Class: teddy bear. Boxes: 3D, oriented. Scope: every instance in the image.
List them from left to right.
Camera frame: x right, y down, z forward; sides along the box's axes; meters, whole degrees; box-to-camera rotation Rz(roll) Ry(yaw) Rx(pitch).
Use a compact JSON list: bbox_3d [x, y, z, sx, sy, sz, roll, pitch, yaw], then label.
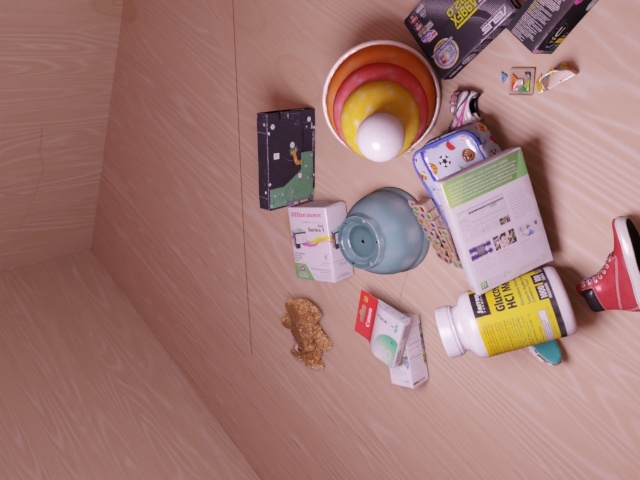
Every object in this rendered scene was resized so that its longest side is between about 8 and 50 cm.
[{"bbox_3d":[-0.054,0.374,2.286,0.245,0.113,0.338,4,114,51],"label":"teddy bear"}]

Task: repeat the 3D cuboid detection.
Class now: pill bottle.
[{"bbox_3d":[0.489,0.204,1.517,0.333,0.188,0.188,-20,89,15],"label":"pill bottle"}]

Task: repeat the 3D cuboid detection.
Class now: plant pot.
[{"bbox_3d":[0.181,-0.015,1.838,0.292,0.196,0.293,16,114,40],"label":"plant pot"}]

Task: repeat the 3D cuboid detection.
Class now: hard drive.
[{"bbox_3d":[-0.120,-0.292,2.015,0.064,0.236,0.339,17,116,41],"label":"hard drive"}]

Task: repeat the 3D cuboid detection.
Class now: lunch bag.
[{"bbox_3d":[0.407,-0.161,1.582,0.243,0.115,0.304,-19,106,44],"label":"lunch bag"}]

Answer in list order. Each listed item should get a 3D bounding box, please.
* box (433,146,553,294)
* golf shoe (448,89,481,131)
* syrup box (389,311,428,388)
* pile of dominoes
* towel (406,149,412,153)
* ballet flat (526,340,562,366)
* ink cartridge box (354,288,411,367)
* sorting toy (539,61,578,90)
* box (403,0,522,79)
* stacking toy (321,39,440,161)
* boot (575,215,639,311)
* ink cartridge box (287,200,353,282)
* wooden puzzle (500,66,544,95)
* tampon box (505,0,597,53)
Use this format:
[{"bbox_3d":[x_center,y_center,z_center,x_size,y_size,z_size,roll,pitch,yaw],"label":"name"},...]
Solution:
[{"bbox_3d":[0.450,-0.050,1.459,0.058,0.232,0.322,-136,23,-72],"label":"box"},{"bbox_3d":[0.410,-0.329,1.595,0.085,0.067,0.186,13,112,42],"label":"golf shoe"},{"bbox_3d":[0.291,0.374,1.931,0.093,0.096,0.237,0,104,48],"label":"syrup box"},{"bbox_3d":[0.352,-0.010,1.686,0.251,0.040,0.196,60,164,-16],"label":"pile of dominoes"},{"bbox_3d":[0.231,-0.332,1.802,0.148,0.027,0.110,10,110,43],"label":"towel"},{"bbox_3d":[0.593,0.259,1.618,0.241,0.091,0.077,55,165,22],"label":"ballet flat"},{"bbox_3d":[0.191,0.293,1.903,0.224,0.056,0.181,29,123,37],"label":"ink cartridge box"},{"bbox_3d":[0.577,-0.409,1.397,0.083,0.075,0.045,-26,85,46],"label":"sorting toy"},{"bbox_3d":[0.380,-0.610,1.536,0.270,0.060,0.216,-40,74,45],"label":"box"},{"bbox_3d":[0.153,-0.319,1.505,0.350,0.480,0.351,4,119,6],"label":"stacking toy"},{"bbox_3d":[0.715,0.065,1.416,0.176,0.088,0.245,-8,101,47],"label":"boot"},{"bbox_3d":[0.000,0.000,2.079,0.201,0.117,0.279,4,105,44],"label":"ink cartridge box"},{"bbox_3d":[0.529,-0.418,1.486,0.116,0.014,0.079,7,108,44],"label":"wooden puzzle"},{"bbox_3d":[0.551,-0.542,1.344,0.101,0.120,0.161,53,134,19],"label":"tampon box"}]
